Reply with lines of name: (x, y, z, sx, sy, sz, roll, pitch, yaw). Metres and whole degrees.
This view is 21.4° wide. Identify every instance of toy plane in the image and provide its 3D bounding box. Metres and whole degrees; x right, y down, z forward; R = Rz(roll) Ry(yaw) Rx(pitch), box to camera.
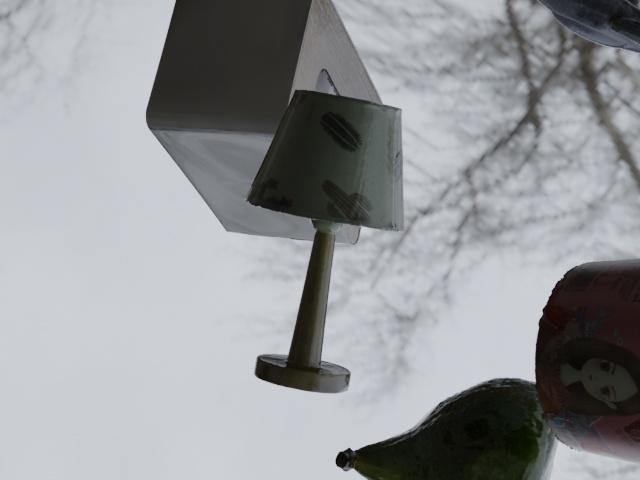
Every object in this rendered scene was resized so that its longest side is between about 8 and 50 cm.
toy plane: (0.292, -0.180, 1.439, 0.088, 0.267, 0.212, -59, -164, 4)

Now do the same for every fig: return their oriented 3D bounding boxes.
fig: (0.141, 0.241, 1.878, 0.235, 0.203, 0.203, 10, -114, 10)

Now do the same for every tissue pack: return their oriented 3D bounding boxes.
tissue pack: (-0.046, -0.116, 1.578, 0.136, 0.246, 0.159, 4, -113, 19)

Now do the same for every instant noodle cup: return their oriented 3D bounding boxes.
instant noodle cup: (0.346, 0.117, 1.591, 0.231, 0.243, 0.243, 0, -116, 45)

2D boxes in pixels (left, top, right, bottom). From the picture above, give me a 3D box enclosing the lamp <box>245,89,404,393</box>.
lamp: (0.000, 0.000, 1.245, 0.121, 0.121, 0.214, 17, -82, 57)
